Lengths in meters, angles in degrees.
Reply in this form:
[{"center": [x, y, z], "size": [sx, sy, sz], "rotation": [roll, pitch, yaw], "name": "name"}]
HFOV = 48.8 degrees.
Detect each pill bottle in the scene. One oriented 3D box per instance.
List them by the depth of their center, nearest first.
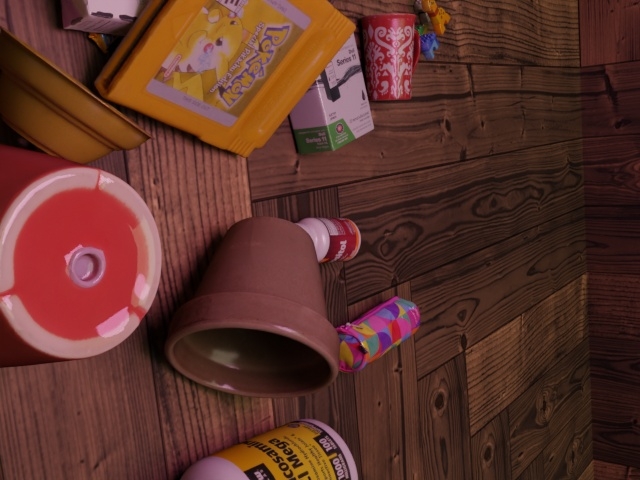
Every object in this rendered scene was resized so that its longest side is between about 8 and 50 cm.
[{"center": [-0.106, 0.414, 1.116], "size": [0.334, 0.188, 0.188], "rotation": [-7, 97, -52], "name": "pill bottle"}, {"center": [0.000, 0.000, 1.316], "size": [0.152, 0.086, 0.086], "rotation": [-2, 93, -51], "name": "pill bottle"}]

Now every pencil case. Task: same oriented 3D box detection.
[{"center": [0.112, 0.189, 1.458], "size": [0.236, 0.104, 0.104], "rotation": [-21, 108, -51], "name": "pencil case"}]

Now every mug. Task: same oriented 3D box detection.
[{"center": [0.159, -0.379, 1.470], "size": [0.150, 0.113, 0.169], "rotation": [-5, 101, -19], "name": "mug"}]

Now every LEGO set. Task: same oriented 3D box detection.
[{"center": [0.227, -0.489, 1.583], "size": [0.093, 0.087, 0.227], "rotation": [50, 53, -40], "name": "LEGO set"}]

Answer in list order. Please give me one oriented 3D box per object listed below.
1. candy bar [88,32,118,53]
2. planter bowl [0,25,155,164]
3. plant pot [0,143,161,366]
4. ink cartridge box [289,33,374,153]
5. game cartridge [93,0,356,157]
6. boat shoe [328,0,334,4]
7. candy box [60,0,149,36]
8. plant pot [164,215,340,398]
[{"center": [-0.275, -0.326, 1.010], "size": [0.040, 0.018, 0.161], "rotation": [58, 49, -35], "name": "candy bar"}, {"center": [-0.316, -0.154, 0.852], "size": [0.090, 0.217, 0.217], "rotation": [-53, 136, 0], "name": "planter bowl"}, {"center": [-0.326, 0.020, 0.779], "size": [0.275, 0.243, 0.275], "rotation": [-4, 94, -52], "name": "plant pot"}, {"center": [0.008, -0.284, 1.313], "size": [0.153, 0.087, 0.208], "rotation": [-35, 117, -46], "name": "ink cartridge box"}, {"center": [-0.122, -0.273, 1.032], "size": [0.285, 0.052, 0.324], "rotation": [-50, 148, 15], "name": "game cartridge"}, {"center": [-0.057, -0.382, 1.165], "size": [0.324, 0.116, 0.097], "rotation": [-49, 164, -7], "name": "boat shoe"}, {"center": [-0.258, -0.367, 0.966], "size": [0.196, 0.070, 0.165], "rotation": [-8, 92, -47], "name": "candy box"}, {"center": [-0.095, 0.093, 1.105], "size": [0.263, 0.263, 0.229], "rotation": [43, 41, -43], "name": "plant pot"}]
